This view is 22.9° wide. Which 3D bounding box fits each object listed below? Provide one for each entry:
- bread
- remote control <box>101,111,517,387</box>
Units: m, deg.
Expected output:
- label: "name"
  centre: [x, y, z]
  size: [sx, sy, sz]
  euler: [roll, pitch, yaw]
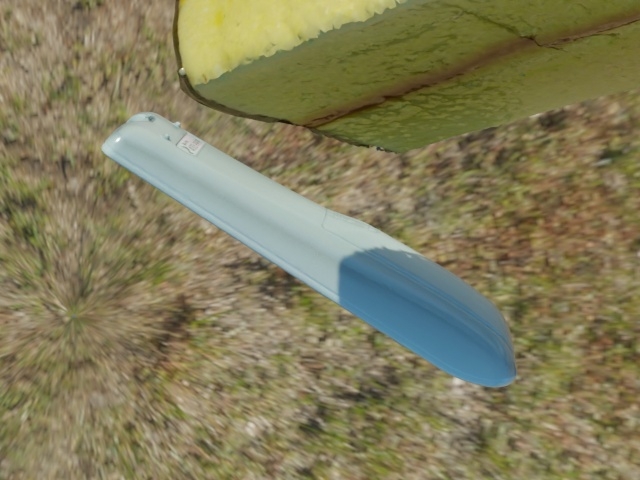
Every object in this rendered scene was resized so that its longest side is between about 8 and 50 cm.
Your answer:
- label: "bread"
  centre: [0.073, -0.152, 0.742]
  size: [0.167, 0.264, 0.163]
  euler: [15, 69, -44]
- label: "remote control"
  centre: [-0.001, 0.001, 1.008]
  size: [0.293, 0.103, 0.051]
  euler: [30, 101, -4]
